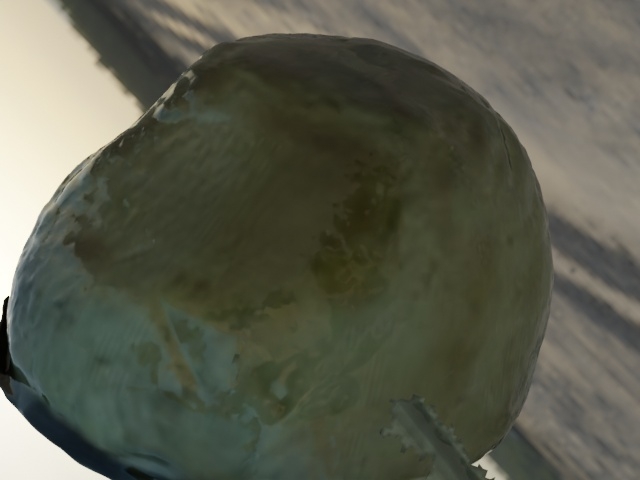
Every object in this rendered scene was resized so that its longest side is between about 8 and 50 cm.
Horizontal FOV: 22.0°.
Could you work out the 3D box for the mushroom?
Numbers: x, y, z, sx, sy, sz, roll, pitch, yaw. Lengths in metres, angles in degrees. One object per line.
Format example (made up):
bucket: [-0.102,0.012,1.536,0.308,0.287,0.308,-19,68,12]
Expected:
mushroom: [0.001,0.004,0.721,0.267,0.164,0.189,0,-154,-32]

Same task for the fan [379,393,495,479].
fan: [0.112,0.154,0.349,0.329,0.190,0.009,53,162,27]
